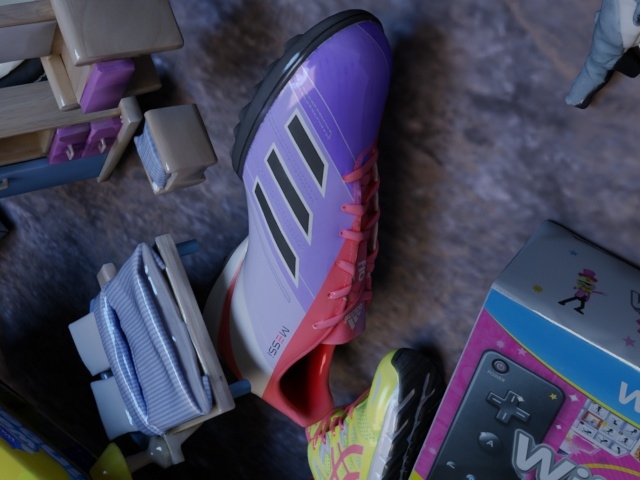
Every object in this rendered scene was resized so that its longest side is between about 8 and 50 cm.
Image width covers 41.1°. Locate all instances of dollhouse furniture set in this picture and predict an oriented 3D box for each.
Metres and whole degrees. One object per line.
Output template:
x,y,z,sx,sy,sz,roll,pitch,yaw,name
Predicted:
-0.182,0.038,0.582,0.286,0.198,0.303,-34,75,62,dollhouse furniture set

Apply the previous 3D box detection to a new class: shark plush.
0.161,-0.141,0.434,0.067,0.073,0.161,45,158,34,shark plush

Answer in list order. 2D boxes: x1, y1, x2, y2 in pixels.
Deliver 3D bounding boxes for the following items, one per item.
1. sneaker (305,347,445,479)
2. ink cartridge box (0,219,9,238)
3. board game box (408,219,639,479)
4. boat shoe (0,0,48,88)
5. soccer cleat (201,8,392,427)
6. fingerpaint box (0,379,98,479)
0.028,0.156,0.663,0.094,0.081,0.208,31,130,24,sneaker
-0.476,-0.026,0.870,0.224,0.045,0.223,-39,88,-1,ink cartridge box
0.174,0.171,0.551,0.224,0.097,0.303,30,128,20,board game box
-0.290,-0.125,0.730,0.340,0.127,0.113,-14,145,39,boat shoe
0.000,0.000,0.568,0.116,0.109,0.318,46,139,25,soccer cleat
-0.268,0.258,0.758,0.445,0.163,0.371,37,165,9,fingerpaint box
